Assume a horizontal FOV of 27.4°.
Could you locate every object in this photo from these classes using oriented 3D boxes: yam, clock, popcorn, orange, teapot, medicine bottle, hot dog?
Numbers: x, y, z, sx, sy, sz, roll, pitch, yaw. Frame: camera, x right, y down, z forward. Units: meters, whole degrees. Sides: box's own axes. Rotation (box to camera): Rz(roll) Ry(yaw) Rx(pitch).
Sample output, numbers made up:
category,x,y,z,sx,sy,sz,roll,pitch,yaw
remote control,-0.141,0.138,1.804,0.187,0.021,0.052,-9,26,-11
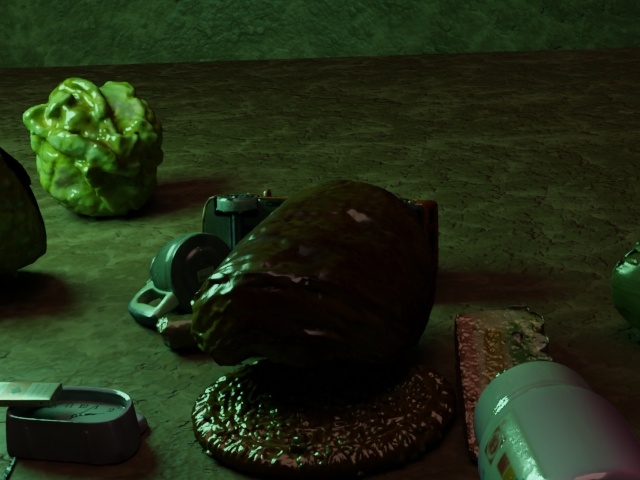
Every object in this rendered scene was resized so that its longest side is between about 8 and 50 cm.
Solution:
category,x,y,z,sx,sy,sz,roll,pitch,yaw
yam,-0.092,0.115,1.695,0.241,0.056,0.057,-1,19,2
clock,-0.273,0.202,1.477,0.153,0.050,0.110,2,20,16
popcorn,-0.379,-0.155,2.252,0.259,0.259,0.212,-21,50,-40
orange,-0.578,-0.037,1.942,0.369,0.271,0.210,9,54,36
teapot,-0.194,0.062,1.829,0.111,0.149,0.108,29,-19,-34
medicine bottle,0.224,0.217,1.191,0.152,0.152,0.254,-5,18,-2
hot dog,-0.004,0.051,1.576,0.267,0.174,0.387,5,20,15

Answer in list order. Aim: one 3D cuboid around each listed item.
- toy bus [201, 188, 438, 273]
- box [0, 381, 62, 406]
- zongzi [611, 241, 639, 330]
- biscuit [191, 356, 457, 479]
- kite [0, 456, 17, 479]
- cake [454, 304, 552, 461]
category,x,y,z,sx,sy,sz,roll,pitch,yaw
toy bus,0.000,0.000,1.879,0.329,0.143,0.153,1,10,17
box,-0.337,0.173,1.473,0.083,0.012,0.046,-2,20,8
zongzi,0.447,0.094,1.547,0.251,0.125,0.274,7,28,26
biscuit,0.004,0.185,1.489,0.305,0.038,0.305,-3,19,1
kite,-0.407,0.268,1.376,0.183,0.010,0.160,-5,19,-4
cake,0.209,0.178,1.471,0.109,0.090,0.225,-1,38,0
